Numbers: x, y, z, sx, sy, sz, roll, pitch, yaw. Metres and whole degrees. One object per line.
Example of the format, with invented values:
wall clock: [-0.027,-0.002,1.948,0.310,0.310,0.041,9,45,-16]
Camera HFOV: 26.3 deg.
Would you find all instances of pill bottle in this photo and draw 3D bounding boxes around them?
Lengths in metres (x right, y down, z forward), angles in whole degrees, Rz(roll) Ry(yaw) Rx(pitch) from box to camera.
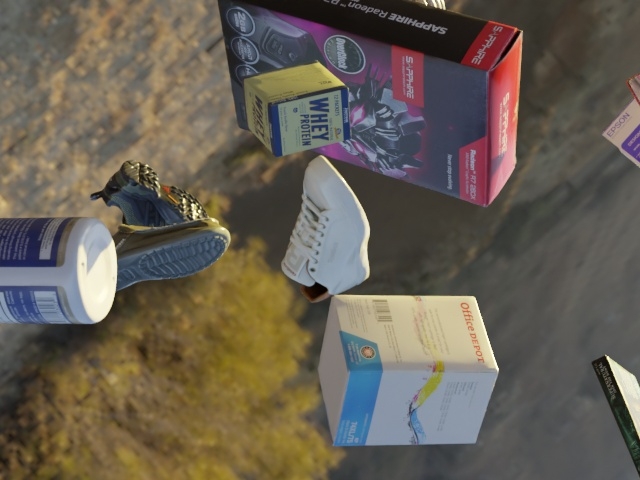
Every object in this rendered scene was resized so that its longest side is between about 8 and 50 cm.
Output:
pill bottle: [-0.274,0.026,1.206,0.169,0.094,0.094,0,178,13]

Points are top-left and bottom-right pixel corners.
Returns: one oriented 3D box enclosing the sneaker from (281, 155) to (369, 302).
sneaker: [0.000,0.000,2.009,0.123,0.106,0.290,-32,145,-15]

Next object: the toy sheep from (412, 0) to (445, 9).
toy sheep: [0.128,-0.320,1.906,0.132,0.091,0.091,-34,167,-41]

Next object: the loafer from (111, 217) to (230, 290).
loafer: [-0.254,0.007,1.948,0.251,0.087,0.094,-14,149,3]

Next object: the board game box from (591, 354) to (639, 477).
board game box: [0.452,0.264,1.954,0.026,0.186,0.126,-29,148,20]

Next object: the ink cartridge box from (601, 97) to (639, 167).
ink cartridge box: [0.579,-0.184,2.144,0.206,0.208,0.045,-49,137,9]

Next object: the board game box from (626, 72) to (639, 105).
board game box: [0.551,-0.139,1.693,0.242,0.316,0.064,-29,137,14]

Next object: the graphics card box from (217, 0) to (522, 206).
graphics card box: [0.060,-0.197,1.698,0.094,0.371,0.232,-55,154,-33]

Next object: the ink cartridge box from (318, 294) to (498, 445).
ink cartridge box: [0.152,0.232,2.457,0.270,0.198,0.197,1,130,-11]

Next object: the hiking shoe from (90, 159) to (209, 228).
hiking shoe: [-0.284,-0.043,2.357,0.114,0.227,0.086,-34,-149,26]

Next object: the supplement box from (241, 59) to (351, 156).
supplement box: [-0.024,-0.131,1.350,0.083,0.083,0.056,-15,122,-18]
